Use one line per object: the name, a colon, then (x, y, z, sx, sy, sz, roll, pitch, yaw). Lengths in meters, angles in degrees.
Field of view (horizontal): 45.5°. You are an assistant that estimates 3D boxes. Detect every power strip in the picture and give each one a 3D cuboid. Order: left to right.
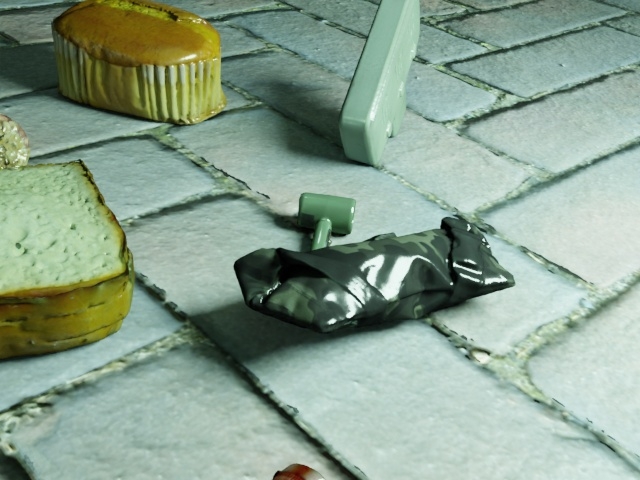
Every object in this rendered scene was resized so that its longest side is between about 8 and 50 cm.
power strip: (0.100, -0.237, 1.180, 0.059, 0.194, 0.265, 13, 69, 14)

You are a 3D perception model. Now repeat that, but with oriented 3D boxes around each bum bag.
bum bag: (0.073, 0.040, 0.824, 0.340, 0.095, 0.144, -9, 31, -36)

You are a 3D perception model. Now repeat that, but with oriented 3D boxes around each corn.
corn: (-0.512, -0.148, 1.012, 0.289, 0.098, 0.098, 17, 33, 22)

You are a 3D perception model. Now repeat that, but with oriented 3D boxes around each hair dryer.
hair dryer: (0.000, 0.000, 0.932, 0.071, 0.047, 0.150, 7, 43, 4)

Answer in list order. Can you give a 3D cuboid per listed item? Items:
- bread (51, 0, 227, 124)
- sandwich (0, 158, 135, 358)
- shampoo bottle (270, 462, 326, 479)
bread: (-0.288, -0.302, 1.239, 0.288, 0.156, 0.204, 20, 37, 18)
sandwich: (-0.352, 0.020, 0.771, 0.301, 0.099, 0.271, -8, 40, -27)
shampoo bottle: (-0.088, 0.242, 0.497, 0.102, 0.064, 0.260, 35, 40, 25)
